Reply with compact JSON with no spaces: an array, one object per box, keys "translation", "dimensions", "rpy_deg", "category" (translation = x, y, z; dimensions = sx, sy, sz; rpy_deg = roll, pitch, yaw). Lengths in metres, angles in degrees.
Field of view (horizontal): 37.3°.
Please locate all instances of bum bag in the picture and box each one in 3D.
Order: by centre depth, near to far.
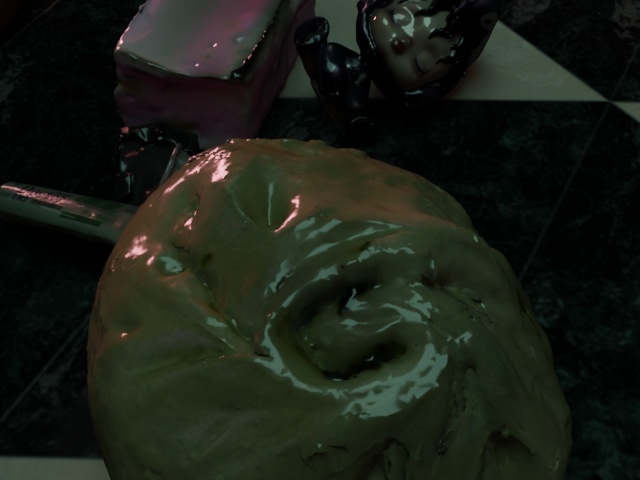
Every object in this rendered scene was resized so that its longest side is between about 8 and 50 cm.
[{"translation":[-0.165,-0.044,0.926],"dimensions":[0.087,0.049,0.197],"rpy_deg":[1,58,-4],"category":"bum bag"}]

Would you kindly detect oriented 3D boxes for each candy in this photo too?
[{"translation":[-0.109,-0.230,1.046],"dimensions":[0.156,0.115,0.265],"rpy_deg":[12,51,12],"category":"candy"}]

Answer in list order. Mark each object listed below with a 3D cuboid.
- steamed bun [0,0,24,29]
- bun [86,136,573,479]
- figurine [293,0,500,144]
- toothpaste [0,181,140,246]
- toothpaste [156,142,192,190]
[{"translation":[-0.427,-0.310,1.113],"dimensions":[0.145,0.106,0.175],"rpy_deg":[31,55,5],"category":"steamed bun"},{"translation":[-0.005,0.085,0.673],"dimensions":[0.326,0.234,0.362],"rpy_deg":[-35,77,-9],"category":"bun"},{"translation":[0.092,-0.203,1.028],"dimensions":[0.222,0.145,0.145],"rpy_deg":[-26,53,-7],"category":"figurine"},{"translation":[-0.238,-0.025,0.895],"dimensions":[0.218,0.041,0.064],"rpy_deg":[11,34,30],"category":"toothpaste"},{"translation":[0.000,0.000,0.845],"dimensions":[0.299,0.073,0.114],"rpy_deg":[22,47,-9],"category":"toothpaste"}]
